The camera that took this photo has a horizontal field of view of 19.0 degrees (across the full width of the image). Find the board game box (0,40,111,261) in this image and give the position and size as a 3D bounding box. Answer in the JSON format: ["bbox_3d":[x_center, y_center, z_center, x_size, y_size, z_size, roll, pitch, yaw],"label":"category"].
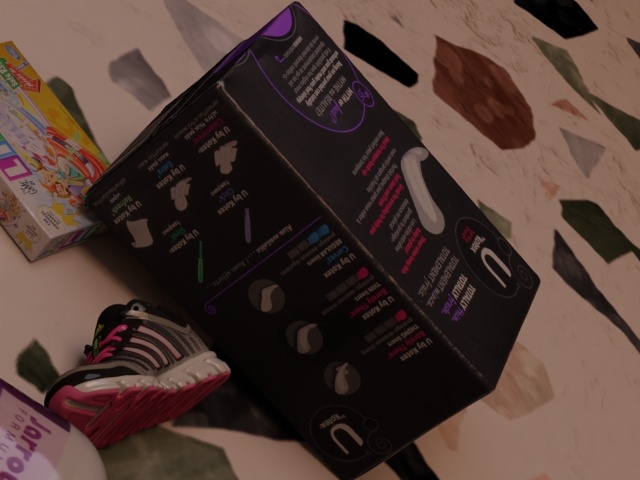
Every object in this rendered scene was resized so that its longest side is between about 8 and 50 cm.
[{"bbox_3d":[-0.202,-0.063,1.285,0.154,0.026,0.103,50,33,10],"label":"board game box"}]

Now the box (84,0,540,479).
[{"bbox_3d":[0.000,0.000,1.305,0.270,0.143,0.165,48,31,-8],"label":"box"}]

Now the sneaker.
[{"bbox_3d":[-0.124,0.077,1.177,0.075,0.063,0.170,51,25,14],"label":"sneaker"}]

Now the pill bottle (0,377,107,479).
[{"bbox_3d":[-0.208,0.126,0.893,0.301,0.169,0.169,34,33,-10],"label":"pill bottle"}]
